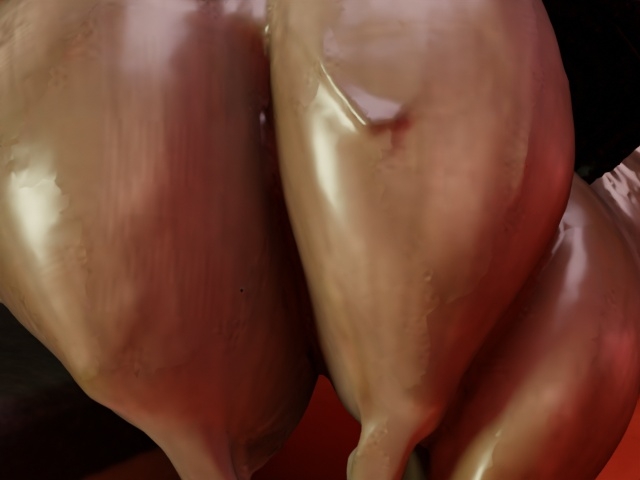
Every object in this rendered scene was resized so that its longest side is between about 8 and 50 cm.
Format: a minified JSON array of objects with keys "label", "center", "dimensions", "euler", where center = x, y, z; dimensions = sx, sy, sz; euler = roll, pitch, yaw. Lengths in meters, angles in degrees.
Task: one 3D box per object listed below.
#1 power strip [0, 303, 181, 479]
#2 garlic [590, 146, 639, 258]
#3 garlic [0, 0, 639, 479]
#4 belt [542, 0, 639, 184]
[{"label":"power strip","center":[-0.113,0.063,0.462],"dimensions":[0.105,0.070,0.256],"euler":[16,15,26]},{"label":"garlic","center":[0.151,-0.026,0.797],"dimensions":[0.245,0.245,0.160],"euler":[14,-29,35]},{"label":"garlic","center":[0.000,0.000,0.478],"dimensions":[0.210,0.237,0.292],"euler":[-13,25,12]},{"label":"belt","center":[0.018,-0.090,0.679],"dimensions":[0.289,0.164,0.184],"euler":[-21,-34,16]}]
